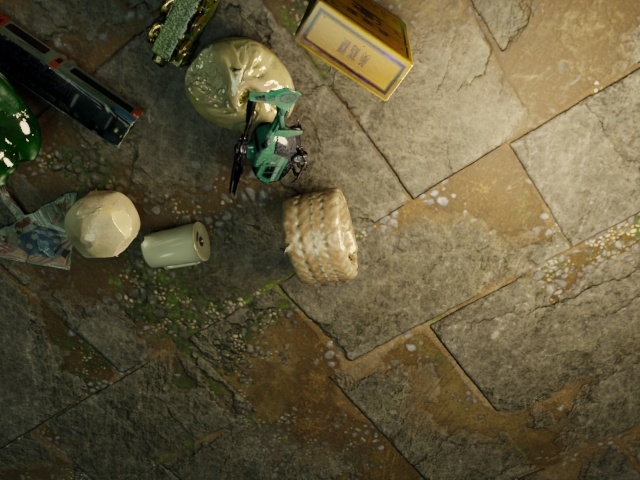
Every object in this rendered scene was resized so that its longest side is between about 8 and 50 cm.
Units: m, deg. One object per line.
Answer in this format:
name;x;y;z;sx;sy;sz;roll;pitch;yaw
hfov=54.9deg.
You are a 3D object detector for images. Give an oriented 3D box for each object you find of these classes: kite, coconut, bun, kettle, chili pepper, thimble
kite;-0.737;-0.036;1.546;0.335;0.011;0.314;-25;120;10
coconut;-0.517;-0.036;1.459;0.161;0.162;0.161;2;121;3
bun;-0.173;-0.320;1.299;0.237;0.116;0.210;2;121;0
kettle;-0.354;0.016;1.530;0.148;0.127;0.098;-12;87;13
chili pepper;-0.747;-0.232;1.309;0.248;0.233;0.257;-6;128;39
thimble;-0.001;-0.007;1.430;0.148;0.196;0.229;-7;149;11

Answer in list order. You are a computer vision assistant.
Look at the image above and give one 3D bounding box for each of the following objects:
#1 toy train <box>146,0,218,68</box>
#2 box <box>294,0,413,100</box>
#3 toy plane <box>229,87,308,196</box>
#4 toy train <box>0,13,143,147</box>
toy train;-0.260;-0.448;1.222;0.090;0.137;0.225;34;113;-7
box;0.065;-0.387;1.137;0.192;0.301;0.084;29;120;-13
toy plane;-0.102;-0.206;1.282;0.155;0.106;0.382;-5;162;-19
toy train;-0.582;-0.357;1.321;0.409;0.089;0.086;35;124;-14
